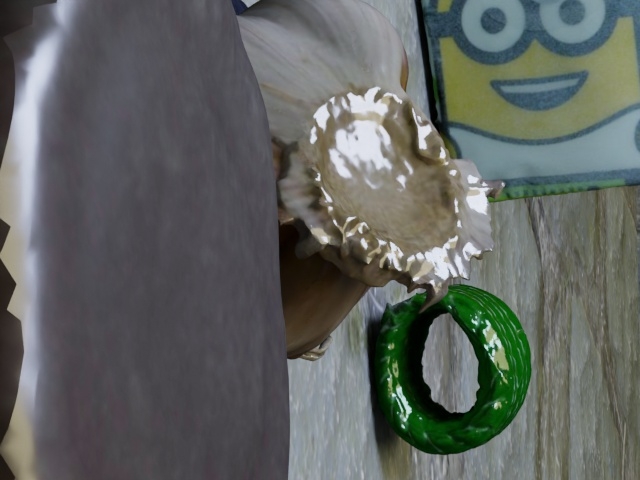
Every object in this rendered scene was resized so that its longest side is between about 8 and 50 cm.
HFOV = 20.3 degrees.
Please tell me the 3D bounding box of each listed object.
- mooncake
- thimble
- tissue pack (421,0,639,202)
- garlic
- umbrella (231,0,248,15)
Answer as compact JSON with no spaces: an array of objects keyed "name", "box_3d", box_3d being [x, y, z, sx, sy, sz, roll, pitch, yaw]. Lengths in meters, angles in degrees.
[{"name":"mooncake","box_3d":[-0.110,0.025,0.623,0.306,0.154,0.306,-5,90,-73]},{"name":"thimble","box_3d":[0.100,0.097,1.380,0.130,0.118,0.090,59,19,8]},{"name":"tissue pack","box_3d":[0.211,-0.199,1.646,0.128,0.228,0.311,-37,119,-70]},{"name":"garlic","box_3d":[0.000,0.000,0.875,0.257,0.207,0.207,55,32,-42]},{"name":"umbrella","box_3d":[-0.053,-0.102,1.027,0.248,0.071,0.071,19,67,-76]}]
